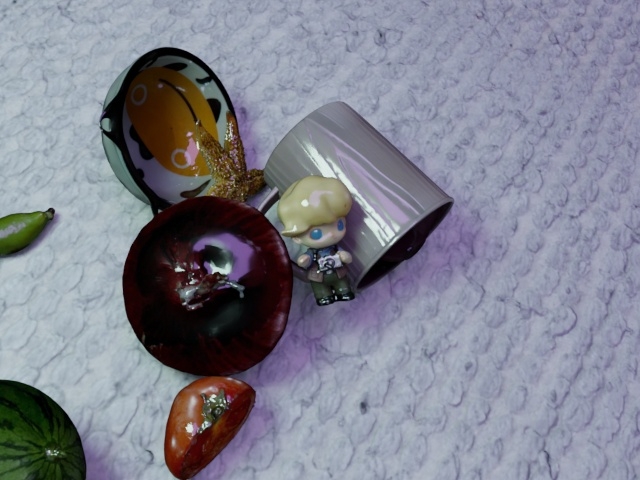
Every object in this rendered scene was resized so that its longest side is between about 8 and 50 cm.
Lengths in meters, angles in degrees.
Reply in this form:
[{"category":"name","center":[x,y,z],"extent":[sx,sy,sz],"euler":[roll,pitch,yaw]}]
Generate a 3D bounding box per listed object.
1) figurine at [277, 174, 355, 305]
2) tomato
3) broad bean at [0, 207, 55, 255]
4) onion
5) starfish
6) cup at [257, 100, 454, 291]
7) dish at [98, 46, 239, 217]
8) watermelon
[{"category":"figurine","center":[0.000,0.000,1.069],"extent":[0.114,0.108,0.195],"euler":[-10,91,-4]},{"category":"tomato","center":[-0.174,0.254,1.013],"extent":[0.091,0.139,0.159],"euler":[32,55,18]},{"category":"broad bean","center":[-0.513,0.000,1.110],"extent":[0.214,0.048,0.070],"euler":[-32,78,-25]},{"category":"onion","center":[-0.169,0.067,1.032],"extent":[0.273,0.285,0.272],"euler":[0,89,6]},{"category":"starfish","center":[-0.148,-0.107,1.221],"extent":[0.240,0.043,0.227],"euler":[-33,118,-55]},{"category":"cup","center":[0.039,-0.055,1.221],"extent":[0.288,0.208,0.273],"euler":[-45,76,13]},{"category":"dish","center":[-0.269,-0.173,1.193],"extent":[0.303,0.120,0.302],"euler":[6,83,-54]},{"category":"watermelon","center":[-0.413,0.289,0.867],"extent":[0.243,0.242,0.242],"euler":[6,60,-12]}]
